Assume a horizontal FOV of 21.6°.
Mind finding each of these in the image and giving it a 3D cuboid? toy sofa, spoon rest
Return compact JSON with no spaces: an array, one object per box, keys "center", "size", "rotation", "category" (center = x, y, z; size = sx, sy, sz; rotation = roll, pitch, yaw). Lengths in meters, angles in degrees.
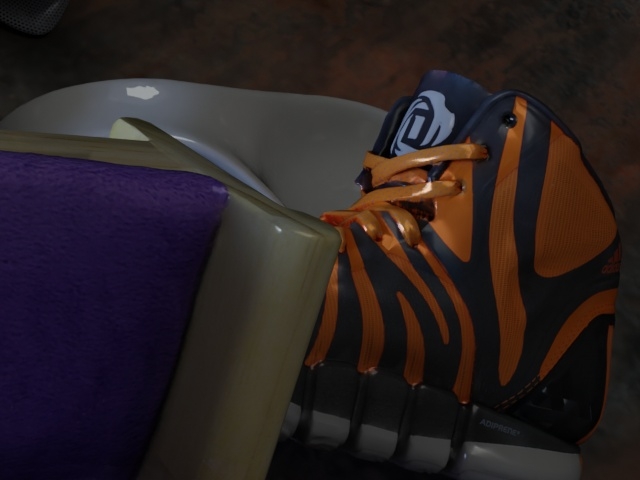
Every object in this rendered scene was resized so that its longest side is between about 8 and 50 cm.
[{"center":[-0.160,0.046,0.469],"size":[0.362,0.150,0.177],"rotation":[3,20,-41],"category":"toy sofa"},{"center":[-0.026,-0.027,0.845],"size":[0.276,0.084,0.137],"rotation":[7,49,-24],"category":"spoon rest"}]

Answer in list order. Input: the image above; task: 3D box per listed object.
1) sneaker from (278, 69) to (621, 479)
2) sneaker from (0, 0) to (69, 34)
[{"center":[0.000,0.000,0.756],"size":[0.321,0.124,0.180],"rotation":[17,86,-30],"category":"sneaker"},{"center":[-0.102,-0.216,0.939],"size":[0.365,0.137,0.210],"rotation":[11,59,-35],"category":"sneaker"}]
